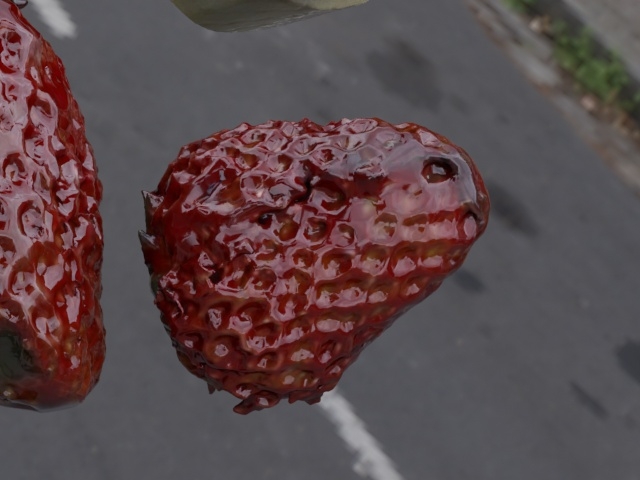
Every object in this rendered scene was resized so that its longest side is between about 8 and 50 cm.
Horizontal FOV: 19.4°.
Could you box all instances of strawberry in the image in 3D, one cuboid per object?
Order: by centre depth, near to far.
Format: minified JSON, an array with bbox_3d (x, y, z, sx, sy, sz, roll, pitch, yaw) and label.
[{"bbox_3d":[-0.293,-0.030,1.321,0.291,0.291,0.310,9,72,-39],"label":"strawberry"},{"bbox_3d":[0.000,0.000,1.322,0.205,0.244,0.205,-19,90,-77],"label":"strawberry"}]

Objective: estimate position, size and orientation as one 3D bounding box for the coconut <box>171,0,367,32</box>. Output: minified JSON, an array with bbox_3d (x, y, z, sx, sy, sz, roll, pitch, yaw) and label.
[{"bbox_3d":[-0.041,-0.301,1.603,0.259,0.259,0.259,26,31,-17],"label":"coconut"}]
